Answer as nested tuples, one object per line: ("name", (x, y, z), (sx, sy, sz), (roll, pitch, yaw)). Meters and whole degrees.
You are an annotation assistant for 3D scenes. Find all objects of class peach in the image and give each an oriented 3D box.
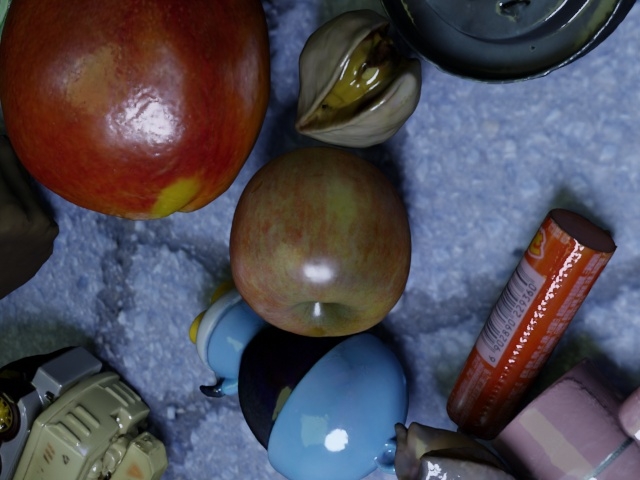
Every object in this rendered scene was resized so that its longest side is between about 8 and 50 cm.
("peach", (-0.189, -0.193, 1.239), (0.308, 0.308, 0.332), (16, 104, 32))

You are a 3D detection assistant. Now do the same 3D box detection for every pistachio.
("pistachio", (0.032, -0.153, 1.155), (0.129, 0.206, 0.131), (44, 84, -4))

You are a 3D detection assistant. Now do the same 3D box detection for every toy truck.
("toy truck", (-0.363, 0.339, 1.550), (0.254, 0.180, 0.405), (36, 116, 16))

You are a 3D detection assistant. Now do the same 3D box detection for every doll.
("doll", (-0.018, 0.155, 1.283), (0.314, 0.141, 0.177), (37, 90, 38))

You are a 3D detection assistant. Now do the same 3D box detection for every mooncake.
("mooncake", (-0.507, -0.012, 1.490), (0.324, 0.324, 0.187), (-35, 78, 36))

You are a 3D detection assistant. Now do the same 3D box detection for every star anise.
("star anise", (0.179, 0.298, 1.095), (0.108, 0.315, 0.315), (-33, 77, -4))

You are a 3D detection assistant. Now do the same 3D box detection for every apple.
("apple", (0.000, 0.000, 1.199), (0.188, 0.188, 0.174), (-17, 58, 37))

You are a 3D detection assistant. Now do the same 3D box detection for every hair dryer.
("hair dryer", (0.340, 0.149, 1.044), (0.210, 0.125, 0.352), (49, 117, 16))

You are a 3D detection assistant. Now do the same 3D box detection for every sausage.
("sausage", (0.194, 0.098, 1.156), (0.074, 0.074, 0.274), (37, 119, 24))

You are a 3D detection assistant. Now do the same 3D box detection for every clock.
("clock", (0.175, -0.285, 1.096), (0.280, 0.055, 0.281), (8, 105, 34))

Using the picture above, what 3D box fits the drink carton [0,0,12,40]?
("drink carton", (-0.365, -0.298, 1.432), (0.146, 0.142, 0.144), (52, 125, 13))
